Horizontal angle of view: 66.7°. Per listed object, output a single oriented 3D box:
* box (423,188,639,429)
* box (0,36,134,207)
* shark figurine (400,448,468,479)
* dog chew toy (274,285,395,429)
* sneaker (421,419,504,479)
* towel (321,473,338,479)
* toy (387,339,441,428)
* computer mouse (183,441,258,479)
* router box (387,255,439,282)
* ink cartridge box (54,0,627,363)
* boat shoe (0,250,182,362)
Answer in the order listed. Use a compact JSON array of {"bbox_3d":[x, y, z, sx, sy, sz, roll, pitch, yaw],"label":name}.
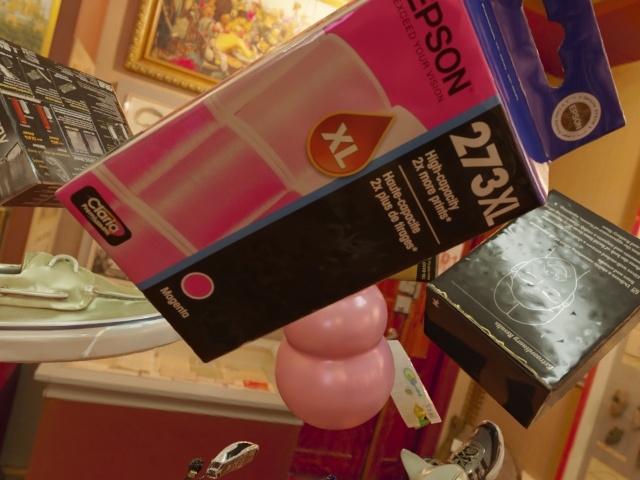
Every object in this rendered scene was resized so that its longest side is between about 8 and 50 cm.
[{"bbox_3d":[0.461,0.129,1.015,0.293,0.396,0.211,44,-22,34],"label":"box"},{"bbox_3d":[-0.414,-0.174,0.791,0.077,0.242,0.307,-26,-2,12],"label":"box"},{"bbox_3d":[0.190,0.405,0.833,0.116,0.166,0.278,35,15,36],"label":"shark figurine"},{"bbox_3d":[0.023,0.141,0.810,0.207,0.331,0.206,-1,18,0],"label":"dog chew toy"},{"bbox_3d":[0.323,0.521,1.127,0.153,0.268,0.101,46,-20,-29],"label":"sneaker"},{"bbox_3d":[0.051,0.640,0.915,0.077,0.227,0.308,-8,34,-2],"label":"towel"},{"bbox_3d":[0.196,0.366,1.234,0.137,0.056,0.237,11,37,-41],"label":"toy"},{"bbox_3d":[-0.226,0.498,1.092,0.193,0.106,0.042,-5,38,-45],"label":"computer mouse"},{"bbox_3d":[0.220,-0.042,1.404,0.243,0.308,0.081,3,9,20],"label":"router box"},{"bbox_3d":[0.023,-0.058,0.342,0.175,0.371,0.069,57,12,-24],"label":"ink cartridge box"},{"bbox_3d":[-0.264,0.057,0.453,0.303,0.094,0.109,3,2,-33],"label":"boat shoe"}]
